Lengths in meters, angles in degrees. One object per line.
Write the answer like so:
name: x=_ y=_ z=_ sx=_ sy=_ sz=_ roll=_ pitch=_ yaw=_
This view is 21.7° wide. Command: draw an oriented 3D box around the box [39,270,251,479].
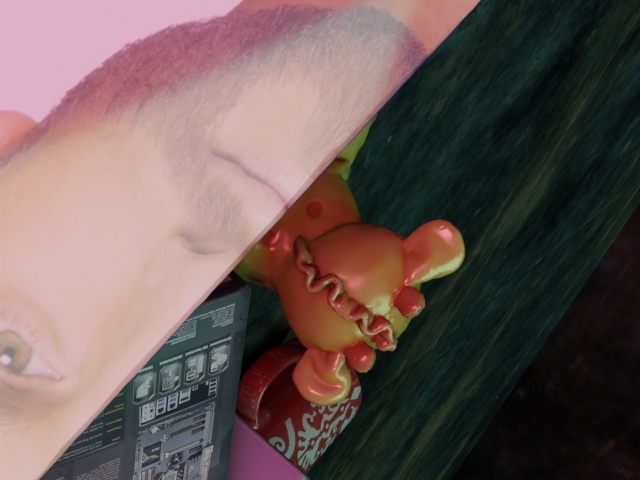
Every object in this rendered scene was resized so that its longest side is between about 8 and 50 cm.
box: x=-0.152 y=0.116 z=0.912 sx=0.232 sy=0.059 sz=0.183 roll=-18 pitch=130 yaw=-35

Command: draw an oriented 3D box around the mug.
mug: x=-0.034 y=0.155 z=1.425 sx=0.150 sy=0.113 sz=0.169 roll=-39 pitch=180 yaw=43

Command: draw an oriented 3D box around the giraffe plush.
giraffe plush: x=0.000 y=0.000 z=1.052 sx=0.210 sy=0.170 sz=0.181 roll=-29 pitch=154 yaw=-53

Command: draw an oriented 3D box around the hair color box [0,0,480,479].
hair color box: x=-0.071 y=-0.093 z=0.595 sx=0.339 sy=0.110 sz=0.185 roll=-47 pitch=126 yaw=-10

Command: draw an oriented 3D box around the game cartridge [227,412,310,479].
game cartridge: x=-0.155 y=0.221 z=1.078 sx=0.297 sy=0.198 sz=0.062 roll=-48 pitch=169 yaw=-9
